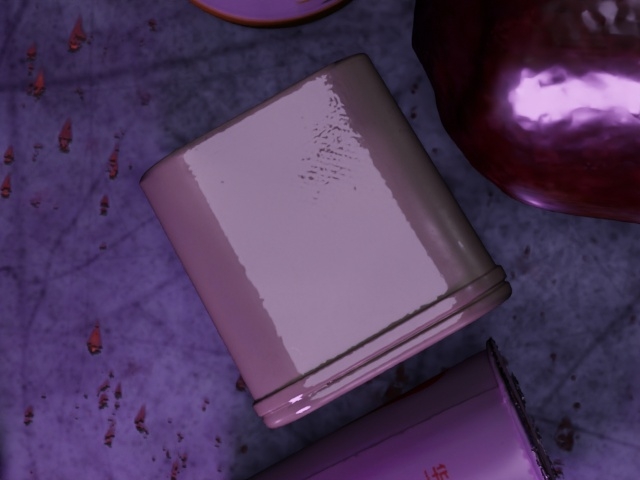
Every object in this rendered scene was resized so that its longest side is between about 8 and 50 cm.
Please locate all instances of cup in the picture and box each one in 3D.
[{"bbox_3d":[0.054,0.226,1.264,0.288,0.203,0.203,-24,90,6],"label":"cup"}]

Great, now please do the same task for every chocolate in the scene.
[{"bbox_3d":[0.244,-0.192,1.175,0.331,0.383,0.383,10,91,7],"label":"chocolate"}]

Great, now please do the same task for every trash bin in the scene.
[{"bbox_3d":[0.000,0.000,1.287,0.243,0.121,0.247,-31,87,0],"label":"trash bin"}]

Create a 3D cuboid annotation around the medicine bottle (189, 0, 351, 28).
[{"bbox_3d":[-0.043,-0.303,1.224,0.238,0.232,0.237,0,91,-1],"label":"medicine bottle"}]
